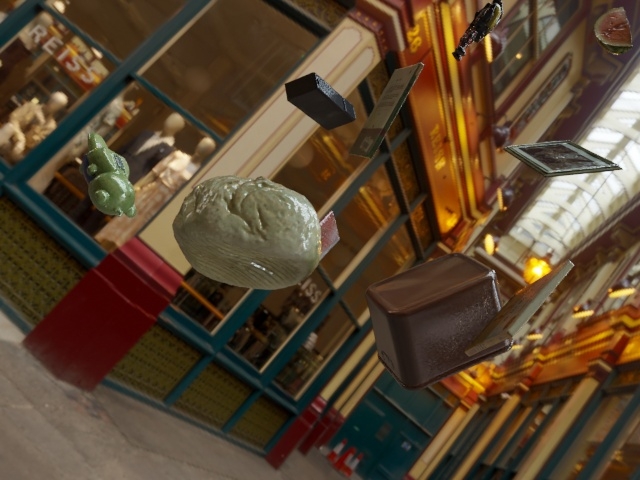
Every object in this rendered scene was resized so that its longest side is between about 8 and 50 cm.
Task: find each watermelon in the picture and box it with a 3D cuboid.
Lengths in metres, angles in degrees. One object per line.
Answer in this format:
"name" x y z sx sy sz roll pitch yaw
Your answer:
"watermelon" 0.820 -0.574 1.628 0.086 0.163 0.069 -6 -32 23

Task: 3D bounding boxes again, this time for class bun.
"bun" -0.167 -0.032 1.397 0.352 0.227 0.349 -13 -34 38

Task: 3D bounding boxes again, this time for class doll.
"doll" 0.564 -0.750 2.046 0.088 0.249 0.127 38 -1 -25

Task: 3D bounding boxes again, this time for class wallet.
"wallet" 0.000 0.000 1.713 0.020 0.196 0.103 6 -57 29

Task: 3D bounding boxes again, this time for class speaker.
"speaker" 0.004 -0.319 1.344 0.218 0.082 0.044 17 60 -64

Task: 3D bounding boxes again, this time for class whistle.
"whistle" -0.442 -0.136 1.188 0.105 0.085 0.227 33 25 -59

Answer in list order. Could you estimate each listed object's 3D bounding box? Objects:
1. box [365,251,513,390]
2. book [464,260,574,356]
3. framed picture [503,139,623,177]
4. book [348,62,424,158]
"box" 0.316 0.206 1.585 0.239 0.339 0.229 -138 -151 -67
"book" 0.243 0.090 0.725 0.012 0.118 0.172 43 -15 11
"framed picture" 0.712 -0.250 1.723 0.293 0.231 0.018 -108 -167 -64
"book" 0.179 -0.360 1.619 0.026 0.289 0.201 29 5 -15
